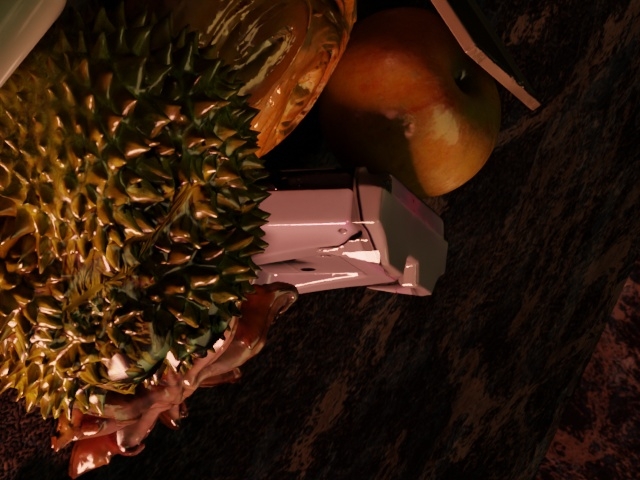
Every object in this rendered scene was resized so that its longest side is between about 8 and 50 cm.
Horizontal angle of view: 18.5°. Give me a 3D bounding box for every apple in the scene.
[{"bbox_3d":[0.076,-0.122,1.800,0.155,0.182,0.182,-20,-178,33],"label":"apple"}]

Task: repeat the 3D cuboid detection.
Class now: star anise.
[{"bbox_3d":[-0.144,0.112,1.722,0.288,0.088,0.288,-37,161,-15],"label":"star anise"}]

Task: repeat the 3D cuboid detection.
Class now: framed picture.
[{"bbox_3d":[0.123,-0.217,1.786,0.016,0.184,0.250,-35,164,12],"label":"framed picture"}]

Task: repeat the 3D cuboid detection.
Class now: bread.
[{"bbox_3d":[-0.058,-0.172,1.501,0.198,0.120,0.236,-55,159,-10],"label":"bread"}]

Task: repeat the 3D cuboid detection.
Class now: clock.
[{"bbox_3d":[0.000,0.000,1.782,0.253,0.186,0.083,33,58,-69],"label":"clock"}]

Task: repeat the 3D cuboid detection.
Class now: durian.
[{"bbox_3d":[-0.157,-0.024,1.334,0.291,0.224,0.291,-21,125,-34],"label":"durian"}]

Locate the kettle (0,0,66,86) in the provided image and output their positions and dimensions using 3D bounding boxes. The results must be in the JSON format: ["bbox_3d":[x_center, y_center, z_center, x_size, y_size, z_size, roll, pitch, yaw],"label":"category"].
[{"bbox_3d":[-0.237,-0.123,1.173,0.098,0.126,0.148,79,28,-42],"label":"kettle"}]
